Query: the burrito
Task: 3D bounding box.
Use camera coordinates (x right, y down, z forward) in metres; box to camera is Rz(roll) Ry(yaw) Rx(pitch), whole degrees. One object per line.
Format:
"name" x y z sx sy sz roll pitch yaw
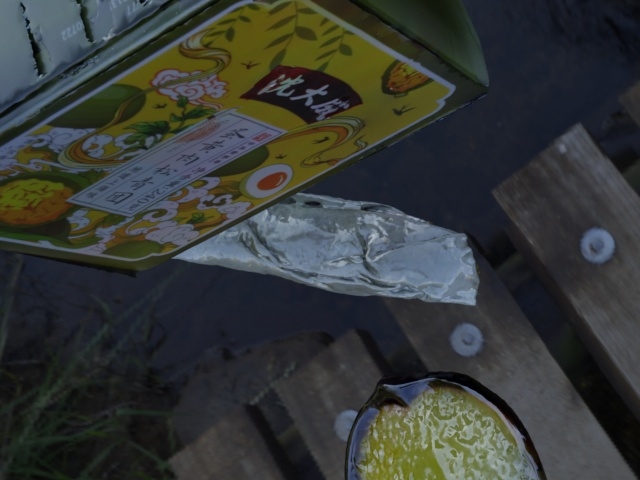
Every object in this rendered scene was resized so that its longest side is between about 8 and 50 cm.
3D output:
"burrito" 0.000 0.000 1.413 0.392 0.076 0.117 9 88 6

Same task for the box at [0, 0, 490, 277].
"box" -0.121 -0.125 0.949 0.420 0.373 0.138 -26 71 23

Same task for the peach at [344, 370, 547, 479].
"peach" 0.113 0.213 0.849 0.189 0.068 0.279 -55 45 31
